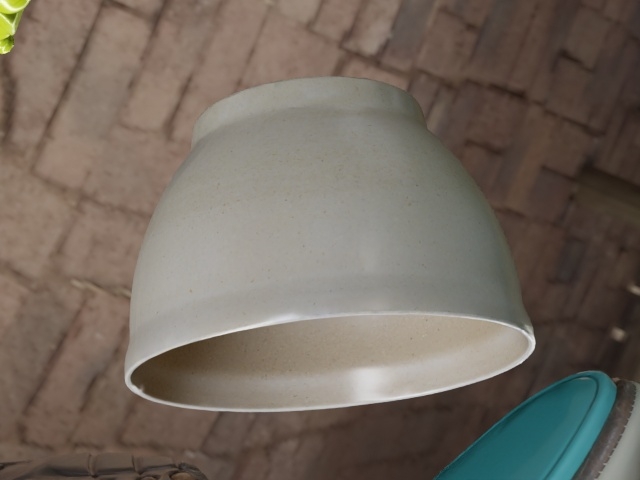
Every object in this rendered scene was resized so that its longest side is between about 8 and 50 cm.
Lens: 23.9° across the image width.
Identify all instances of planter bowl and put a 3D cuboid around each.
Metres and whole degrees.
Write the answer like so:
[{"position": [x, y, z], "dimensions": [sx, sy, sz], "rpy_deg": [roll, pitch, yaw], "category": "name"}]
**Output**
[{"position": [0.000, 0.000, 0.612], "dimensions": [0.162, 0.162, 0.109], "rpy_deg": [32, 50, -63], "category": "planter bowl"}]

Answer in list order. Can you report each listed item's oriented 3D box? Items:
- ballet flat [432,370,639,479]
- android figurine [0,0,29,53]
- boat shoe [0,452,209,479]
[{"position": [0.014, 0.140, 0.398], "dimensions": [0.248, 0.086, 0.086], "rpy_deg": [-41, 147, -16], "category": "ballet flat"}, {"position": [-0.363, -0.238, 1.300], "dimensions": [0.273, 0.248, 0.056], "rpy_deg": [51, 51, -61], "category": "android figurine"}, {"position": [-0.212, 0.174, 0.779], "dimensions": [0.123, 0.324, 0.116], "rpy_deg": [-16, 105, -75], "category": "boat shoe"}]
